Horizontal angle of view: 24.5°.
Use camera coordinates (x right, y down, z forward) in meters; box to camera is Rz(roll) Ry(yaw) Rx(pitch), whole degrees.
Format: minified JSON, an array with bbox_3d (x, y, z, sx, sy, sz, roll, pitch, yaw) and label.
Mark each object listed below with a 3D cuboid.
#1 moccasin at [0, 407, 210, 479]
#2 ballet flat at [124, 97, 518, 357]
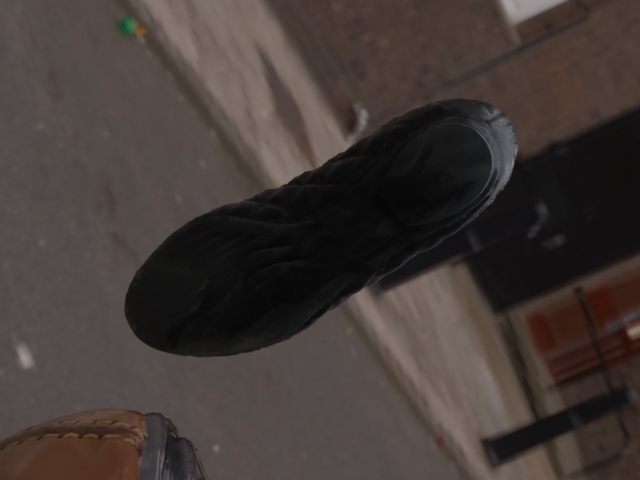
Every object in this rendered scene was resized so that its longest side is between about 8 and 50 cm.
[{"bbox_3d":[-0.078,0.188,0.310,0.380,0.147,0.139,-104,178,-48],"label":"moccasin"},{"bbox_3d":[0.000,0.000,0.561,0.057,0.173,0.049,64,21,1],"label":"ballet flat"}]
